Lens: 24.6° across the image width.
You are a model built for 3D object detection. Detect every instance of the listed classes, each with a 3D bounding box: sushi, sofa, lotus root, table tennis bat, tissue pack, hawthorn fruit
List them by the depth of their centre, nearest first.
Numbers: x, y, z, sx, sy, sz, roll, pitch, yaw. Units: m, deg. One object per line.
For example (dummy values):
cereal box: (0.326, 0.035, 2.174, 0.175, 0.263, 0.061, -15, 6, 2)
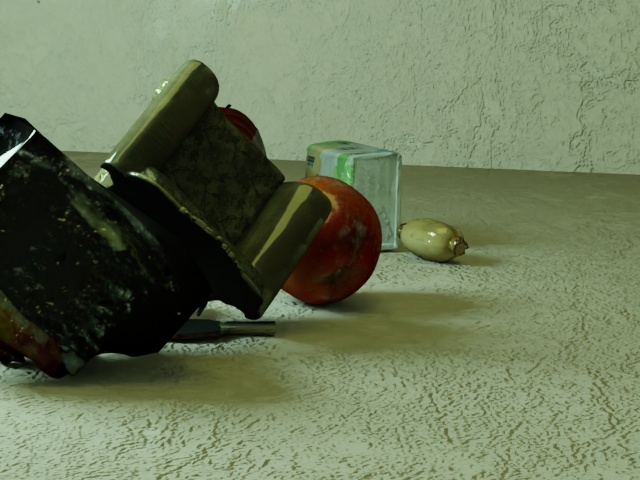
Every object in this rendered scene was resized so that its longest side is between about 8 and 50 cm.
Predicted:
sushi: (-0.278, 0.025, 1.494, 0.227, 0.212, 0.215, 44, -9, -25)
sofa: (-0.116, -0.060, 1.680, 0.182, 0.258, 0.200, -12, 37, 51)
table tennis bat: (-0.130, 0.100, 1.682, 0.158, 0.014, 0.095, 0, 5, -4)
hawthorn fruit: (0.000, 0.000, 1.877, 0.173, 0.173, 0.173, 2, 9, 0)
lotus root: (0.174, 0.001, 2.249, 0.073, 0.062, 0.150, 24, -5, -38)
tissue pack: (0.027, -0.075, 2.395, 0.145, 0.159, 0.229, -2, 9, -19)

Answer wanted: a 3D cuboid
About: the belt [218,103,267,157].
belt: (-0.193, -0.109, 2.353, 0.115, 0.227, 0.324, 8, 12, 24)
